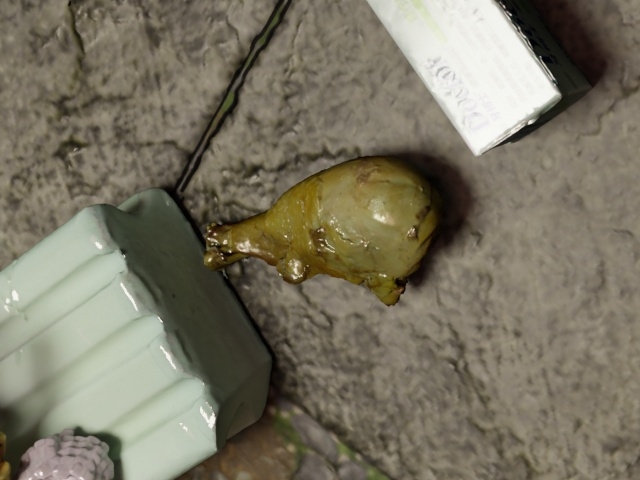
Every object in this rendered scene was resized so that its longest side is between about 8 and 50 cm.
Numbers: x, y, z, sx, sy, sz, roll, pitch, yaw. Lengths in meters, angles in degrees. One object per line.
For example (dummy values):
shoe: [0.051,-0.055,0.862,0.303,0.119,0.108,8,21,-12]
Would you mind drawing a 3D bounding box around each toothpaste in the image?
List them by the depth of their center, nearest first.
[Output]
toothpaste: [0.027,-0.203,0.736,0.067,0.081,0.336,-36,84,26]

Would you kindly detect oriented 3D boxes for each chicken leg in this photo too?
chicken leg: [0.000,0.000,0.800,0.178,0.070,0.093,-8,103,32]

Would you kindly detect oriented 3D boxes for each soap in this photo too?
soap: [-0.184,0.110,0.882,0.289,0.095,0.173,-34,87,26]

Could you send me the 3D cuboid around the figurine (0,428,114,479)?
figurine: [-0.228,0.176,0.798,0.175,0.116,0.240,11,105,20]
